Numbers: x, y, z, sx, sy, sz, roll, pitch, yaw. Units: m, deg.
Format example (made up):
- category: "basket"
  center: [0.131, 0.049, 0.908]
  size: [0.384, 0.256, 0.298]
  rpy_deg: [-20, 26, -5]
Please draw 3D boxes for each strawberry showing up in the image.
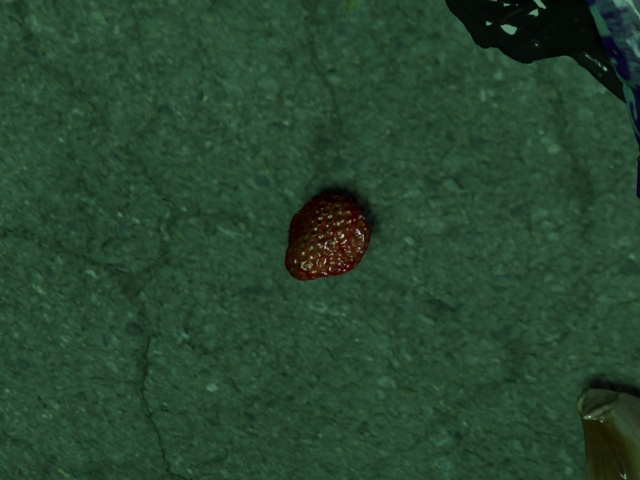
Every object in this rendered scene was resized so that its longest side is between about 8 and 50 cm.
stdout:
- category: "strawberry"
  center: [0.000, 0.000, 1.426]
  size: [0.073, 0.083, 0.073]
  rpy_deg: [21, 124, 33]

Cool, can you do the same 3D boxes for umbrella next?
- category: "umbrella"
  center: [0.120, -0.192, 1.209]
  size: [0.340, 0.118, 0.118]
  rpy_deg: [35, 134, -10]

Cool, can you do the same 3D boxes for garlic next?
- category: "garlic"
  center: [0.258, 0.218, 1.452]
  size: [0.128, 0.090, 0.198]
  rpy_deg: [29, 142, 28]

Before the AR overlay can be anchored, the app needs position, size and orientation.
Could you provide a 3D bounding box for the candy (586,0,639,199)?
- category: "candy"
  center: [0.240, -0.146, 1.159]
  size: [0.145, 0.070, 0.275]
  rpy_deg: [-26, 108, -1]
